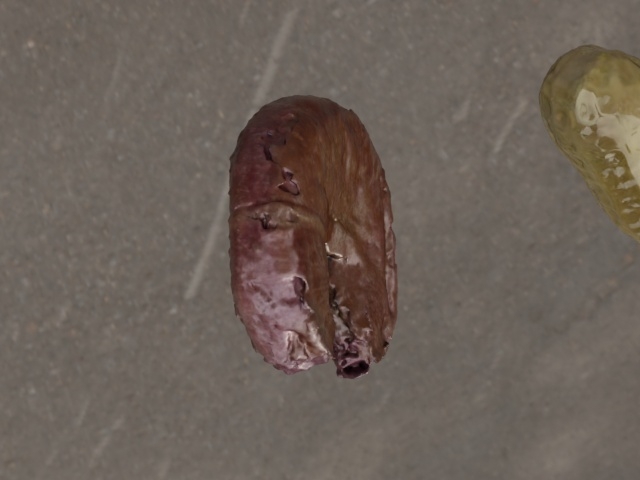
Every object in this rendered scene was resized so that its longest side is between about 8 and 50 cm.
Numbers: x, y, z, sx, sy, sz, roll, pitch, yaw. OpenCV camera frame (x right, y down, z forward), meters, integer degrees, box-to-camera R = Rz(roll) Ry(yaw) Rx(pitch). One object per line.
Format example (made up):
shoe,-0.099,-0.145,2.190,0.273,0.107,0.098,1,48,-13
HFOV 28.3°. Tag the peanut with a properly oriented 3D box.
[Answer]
peanut,0.196,-0.051,0.764,0.080,0.080,0.174,-38,122,10

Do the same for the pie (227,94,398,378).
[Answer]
pie,0.000,0.000,0.882,0.054,0.204,0.219,-6,-176,24
